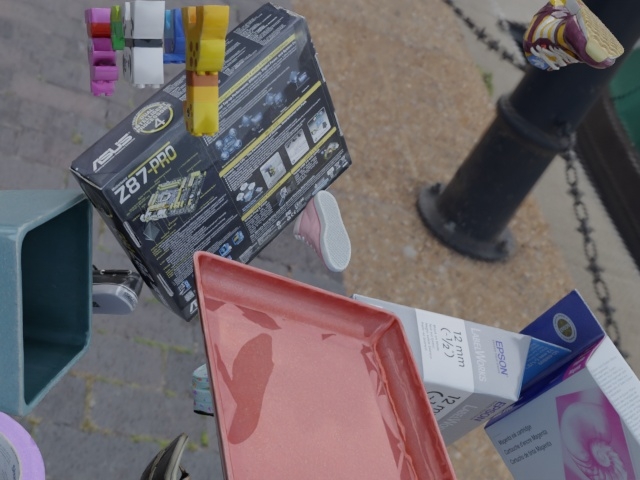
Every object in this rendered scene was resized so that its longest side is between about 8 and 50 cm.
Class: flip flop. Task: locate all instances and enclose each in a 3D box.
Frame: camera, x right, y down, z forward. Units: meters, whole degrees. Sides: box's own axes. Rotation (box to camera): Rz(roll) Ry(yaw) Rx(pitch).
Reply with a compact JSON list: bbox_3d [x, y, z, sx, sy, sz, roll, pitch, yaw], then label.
[{"bbox_3d":[-0.282,0.481,1.688,0.080,0.112,0.277,38,22,-25],"label":"flip flop"}]

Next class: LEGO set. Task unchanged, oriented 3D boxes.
[{"bbox_3d":[-0.117,-0.127,0.673,0.087,0.093,0.227,-4,13,-21],"label":"LEGO set"}]

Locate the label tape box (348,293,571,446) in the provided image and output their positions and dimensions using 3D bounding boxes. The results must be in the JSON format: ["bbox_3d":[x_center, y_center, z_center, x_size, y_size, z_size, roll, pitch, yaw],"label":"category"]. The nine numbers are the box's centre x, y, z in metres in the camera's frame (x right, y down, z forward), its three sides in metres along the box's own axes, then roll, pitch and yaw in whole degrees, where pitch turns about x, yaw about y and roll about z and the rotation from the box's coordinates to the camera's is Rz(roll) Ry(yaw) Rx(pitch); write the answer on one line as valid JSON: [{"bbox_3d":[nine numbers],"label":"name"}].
[{"bbox_3d":[0.135,0.210,1.207,0.347,0.249,0.115,17,50,-23],"label":"label tape box"}]

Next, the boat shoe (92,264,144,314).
[{"bbox_3d":[-0.392,0.074,1.516,0.080,0.228,0.076,57,44,-39],"label":"boat shoe"}]

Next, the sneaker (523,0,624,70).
[{"bbox_3d":[0.267,-0.211,0.975,0.069,0.084,0.185,40,25,-14],"label":"sneaker"}]

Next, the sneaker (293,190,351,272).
[{"bbox_3d":[0.000,0.000,1.295,0.051,0.070,0.134,16,48,-36],"label":"sneaker"}]

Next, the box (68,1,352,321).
[{"bbox_3d":[-0.141,-0.112,1.359,0.097,0.318,0.395,32,67,35],"label":"box"}]

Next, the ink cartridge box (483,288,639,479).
[{"bbox_3d":[0.352,0.276,1.256,0.071,0.324,0.330,-25,73,-25],"label":"ink cartridge box"}]

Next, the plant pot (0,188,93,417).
[{"bbox_3d":[-0.468,0.060,1.207,0.252,0.248,0.247,6,16,6],"label":"plant pot"}]

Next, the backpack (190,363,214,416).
[{"bbox_3d":[-0.196,0.330,1.979,0.181,0.115,0.152,-2,4,26],"label":"backpack"}]

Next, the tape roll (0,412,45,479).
[{"bbox_3d":[-0.625,0.411,1.553,0.274,0.090,0.275,27,31,-18],"label":"tape roll"}]

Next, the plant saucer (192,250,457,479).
[{"bbox_3d":[-0.002,0.147,0.827,0.259,0.048,0.259,19,37,-32],"label":"plant saucer"}]
